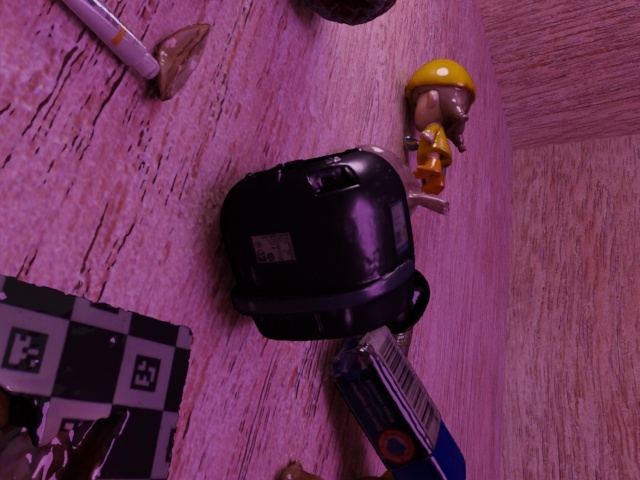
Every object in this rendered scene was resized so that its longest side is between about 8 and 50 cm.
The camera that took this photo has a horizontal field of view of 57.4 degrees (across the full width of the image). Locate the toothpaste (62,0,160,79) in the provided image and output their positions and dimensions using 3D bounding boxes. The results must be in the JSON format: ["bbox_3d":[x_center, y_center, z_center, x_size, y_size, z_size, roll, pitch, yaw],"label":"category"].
[{"bbox_3d":[-0.234,-0.235,0.594,0.190,0.031,0.048,46,30,-50],"label":"toothpaste"}]

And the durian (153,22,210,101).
[{"bbox_3d":[-0.163,-0.206,0.693,0.052,0.066,0.130,54,49,-46],"label":"durian"}]

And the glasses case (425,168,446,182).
[{"bbox_3d":[0.344,-0.218,1.732,0.193,0.049,0.074,-62,140,-45],"label":"glasses case"}]

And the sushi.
[{"bbox_3d":[-0.262,0.209,0.432,0.343,0.064,0.359,33,58,-53],"label":"sushi"}]

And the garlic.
[{"bbox_3d":[0.144,-0.083,1.131,0.218,0.212,0.219,2,90,-65],"label":"garlic"}]

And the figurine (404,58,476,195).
[{"bbox_3d":[0.304,-0.302,1.531,0.215,0.187,0.344,80,18,-72],"label":"figurine"}]

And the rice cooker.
[{"bbox_3d":[0.000,0.000,0.789,0.267,0.267,0.224,-34,116,-60],"label":"rice cooker"}]

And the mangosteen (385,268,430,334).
[{"bbox_3d":[0.148,0.113,1.202,0.152,0.152,0.152,17,71,-62],"label":"mangosteen"}]

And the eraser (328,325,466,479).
[{"bbox_3d":[0.143,0.315,1.065,0.332,0.101,0.155,60,24,-2],"label":"eraser"}]

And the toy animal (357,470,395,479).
[{"bbox_3d":[0.136,0.512,1.104,0.230,0.156,0.156,24,65,-64],"label":"toy animal"}]

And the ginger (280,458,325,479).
[{"bbox_3d":[-0.024,0.382,0.909,0.057,0.044,0.137,-59,139,-22],"label":"ginger"}]

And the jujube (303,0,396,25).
[{"bbox_3d":[0.065,-0.532,1.037,0.226,0.226,0.317,49,42,-50],"label":"jujube"}]

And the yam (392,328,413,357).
[{"bbox_3d":[0.174,0.246,1.314,0.054,0.054,0.132,61,35,-40],"label":"yam"}]
